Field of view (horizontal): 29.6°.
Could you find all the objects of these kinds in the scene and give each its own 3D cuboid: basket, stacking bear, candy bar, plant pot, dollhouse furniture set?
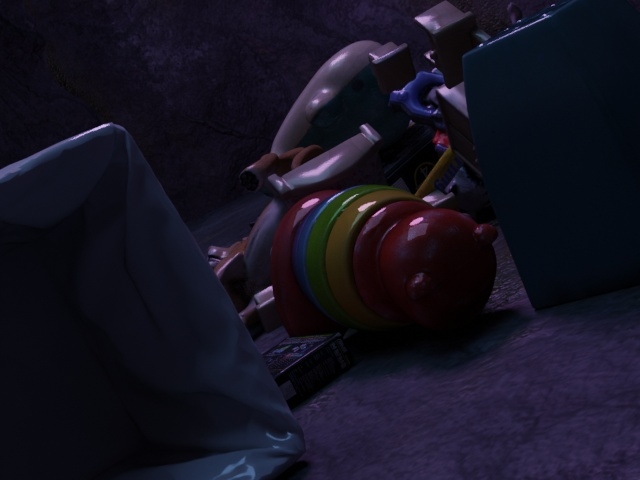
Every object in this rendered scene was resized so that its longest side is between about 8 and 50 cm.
[{"bbox_3d":[-0.258,0.130,1.007,0.328,0.331,0.266,-33,7,-34],"label":"basket"},{"bbox_3d":[0.073,0.024,1.217,0.175,0.164,0.289,-31,13,-21],"label":"stacking bear"},{"bbox_3d":[0.166,-0.098,1.538,0.161,0.040,0.018,-54,45,13],"label":"candy bar"},{"bbox_3d":[0.237,-0.092,1.068,0.165,0.234,0.165,-20,12,46],"label":"plant pot"},{"bbox_3d":[0.072,-0.046,1.381,0.355,0.303,0.174,-30,43,-10],"label":"dollhouse furniture set"}]

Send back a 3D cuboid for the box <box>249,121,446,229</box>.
[{"bbox_3d":[0.115,-0.117,1.832,0.395,0.097,0.318,-41,19,-25],"label":"box"}]

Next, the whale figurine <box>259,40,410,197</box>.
[{"bbox_3d":[0.024,-0.152,1.720,0.272,0.141,0.216,-48,-6,0],"label":"whale figurine"}]

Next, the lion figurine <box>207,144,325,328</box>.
[{"bbox_3d":[-0.057,-0.014,1.630,0.392,0.142,0.240,-51,-3,40],"label":"lion figurine"}]

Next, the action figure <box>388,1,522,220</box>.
[{"bbox_3d":[0.286,-0.161,1.619,0.341,0.178,0.330,26,69,34],"label":"action figure"}]

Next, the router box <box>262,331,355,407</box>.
[{"bbox_3d":[-0.034,0.136,1.252,0.092,0.038,0.122,-33,10,-27],"label":"router box"}]
